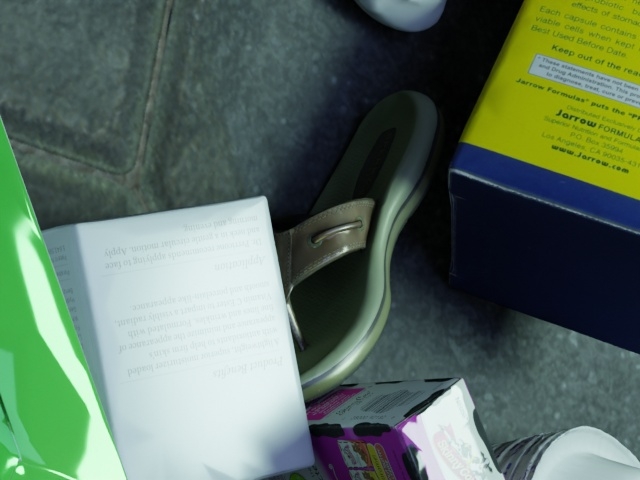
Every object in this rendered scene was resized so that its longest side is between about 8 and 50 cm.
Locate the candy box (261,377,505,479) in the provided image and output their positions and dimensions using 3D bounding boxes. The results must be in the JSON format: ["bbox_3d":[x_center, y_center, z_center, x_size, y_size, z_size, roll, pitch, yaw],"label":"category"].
[{"bbox_3d":[0.030,0.181,1.235,0.071,0.233,0.159,-31,104,-36],"label":"candy box"}]

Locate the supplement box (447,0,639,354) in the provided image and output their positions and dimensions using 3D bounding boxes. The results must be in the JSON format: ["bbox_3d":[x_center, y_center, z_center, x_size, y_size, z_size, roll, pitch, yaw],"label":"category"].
[{"bbox_3d":[0.251,-0.120,1.424,0.194,0.195,0.356,83,30,-61],"label":"supplement box"}]

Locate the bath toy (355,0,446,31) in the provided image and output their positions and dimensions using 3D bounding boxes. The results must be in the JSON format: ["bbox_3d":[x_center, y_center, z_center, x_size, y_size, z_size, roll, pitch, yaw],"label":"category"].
[{"bbox_3d":[0.145,-0.307,1.455,0.151,0.129,0.348,53,57,-14],"label":"bath toy"}]

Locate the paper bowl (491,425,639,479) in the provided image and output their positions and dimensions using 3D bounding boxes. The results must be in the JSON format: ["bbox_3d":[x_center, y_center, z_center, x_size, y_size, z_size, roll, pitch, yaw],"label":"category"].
[{"bbox_3d":[0.211,0.283,1.366,0.284,0.148,0.284,26,56,-47],"label":"paper bowl"}]

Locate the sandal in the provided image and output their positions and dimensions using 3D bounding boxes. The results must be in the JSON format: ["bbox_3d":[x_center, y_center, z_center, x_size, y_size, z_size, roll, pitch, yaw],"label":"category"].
[{"bbox_3d":[-0.001,-0.001,1.315,0.086,0.120,0.303,44,51,-30],"label":"sandal"}]

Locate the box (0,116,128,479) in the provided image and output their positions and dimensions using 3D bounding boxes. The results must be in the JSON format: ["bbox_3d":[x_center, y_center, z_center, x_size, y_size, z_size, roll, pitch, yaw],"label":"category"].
[{"bbox_3d":[-0.253,0.064,1.036,0.127,0.231,0.262,-24,98,-37],"label":"box"}]

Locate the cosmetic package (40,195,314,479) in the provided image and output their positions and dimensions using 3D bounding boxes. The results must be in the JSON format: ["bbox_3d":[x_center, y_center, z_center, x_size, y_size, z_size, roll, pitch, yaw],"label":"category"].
[{"bbox_3d":[-0.118,0.077,1.187,0.151,0.151,0.184,-9,89,-37],"label":"cosmetic package"}]
